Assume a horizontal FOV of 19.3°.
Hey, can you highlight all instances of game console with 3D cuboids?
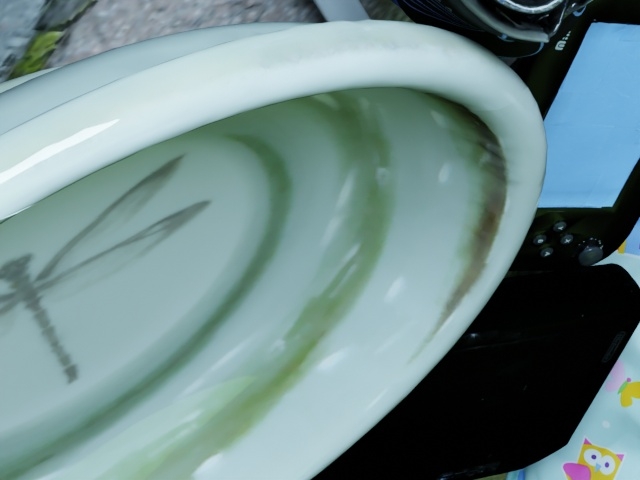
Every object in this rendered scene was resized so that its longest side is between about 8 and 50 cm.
[{"bbox_3d":[0.091,-0.001,0.910,0.213,0.044,0.361,-8,137,-32],"label":"game console"}]

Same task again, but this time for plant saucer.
[{"bbox_3d":[-0.102,0.037,0.723,0.400,0.100,0.400,-29,156,-14],"label":"plant saucer"}]

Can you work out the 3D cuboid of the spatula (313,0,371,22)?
[{"bbox_3d":[0.039,-0.139,0.691,0.168,0.019,0.242,-41,158,0],"label":"spatula"}]

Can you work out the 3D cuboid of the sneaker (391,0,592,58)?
[{"bbox_3d":[0.066,-0.100,0.661,0.081,0.090,0.232,-43,157,6],"label":"sneaker"}]

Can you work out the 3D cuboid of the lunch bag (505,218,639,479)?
[{"bbox_3d":[0.243,0.048,1.140,0.223,0.160,0.262,-5,109,-49],"label":"lunch bag"}]
